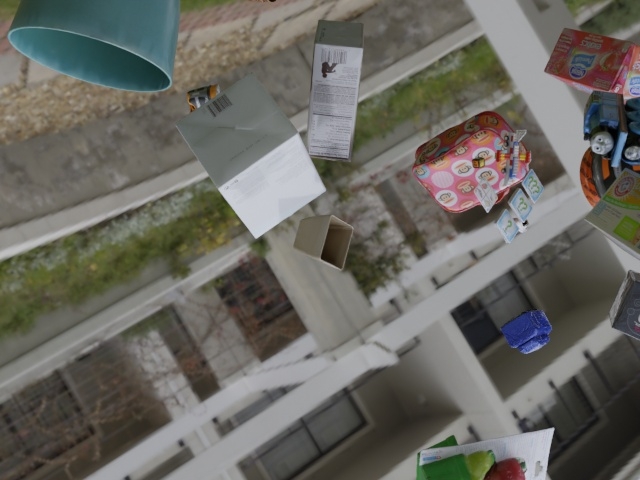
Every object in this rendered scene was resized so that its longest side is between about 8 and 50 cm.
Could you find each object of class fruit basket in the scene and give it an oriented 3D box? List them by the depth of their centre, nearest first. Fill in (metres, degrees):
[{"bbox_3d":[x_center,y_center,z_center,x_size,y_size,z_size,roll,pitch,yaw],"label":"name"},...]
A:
[{"bbox_3d":[0.423,0.619,2.189,0.352,0.327,0.165,-12,-143,-11],"label":"fruit basket"}]

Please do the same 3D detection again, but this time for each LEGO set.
[{"bbox_3d":[0.446,-0.136,1.951,0.060,0.244,0.182,13,-121,52],"label":"LEGO set"}]

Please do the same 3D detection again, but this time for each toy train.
[{"bbox_3d":[0.489,-0.185,1.379,0.105,0.080,0.184,10,-146,12],"label":"toy train"}]

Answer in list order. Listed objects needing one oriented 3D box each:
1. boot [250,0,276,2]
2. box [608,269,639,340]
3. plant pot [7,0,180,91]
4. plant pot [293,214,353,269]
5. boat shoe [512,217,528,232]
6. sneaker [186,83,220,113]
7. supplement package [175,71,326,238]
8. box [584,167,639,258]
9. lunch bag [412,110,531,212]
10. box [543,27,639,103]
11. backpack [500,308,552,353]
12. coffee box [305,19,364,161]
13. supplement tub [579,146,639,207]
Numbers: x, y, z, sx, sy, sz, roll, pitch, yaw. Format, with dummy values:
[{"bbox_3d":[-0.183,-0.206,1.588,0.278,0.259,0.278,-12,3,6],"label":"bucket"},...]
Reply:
[{"bbox_3d":[-0.149,-0.582,1.696,0.073,0.197,0.152,-35,-138,-22],"label":"boot"},{"bbox_3d":[0.869,0.183,2.204,0.143,0.165,0.270,-69,164,10],"label":"box"},{"bbox_3d":[-0.386,-0.431,1.509,0.292,0.235,0.293,11,172,2],"label":"plant pot"},{"bbox_3d":[0.000,0.000,1.976,0.096,0.109,0.109,8,169,34],"label":"plant pot"},{"bbox_3d":[0.613,-0.050,2.526,0.035,0.035,0.100,-11,159,31],"label":"boat shoe"},{"bbox_3d":[-0.299,-0.340,2.153,0.083,0.084,0.215,-5,161,-8],"label":"sneaker"},{"bbox_3d":[-0.144,-0.177,1.804,0.199,0.198,0.263,-35,154,-2],"label":"supplement package"},{"bbox_3d":[0.533,-0.019,1.319,0.114,0.103,0.203,-53,-157,9],"label":"box"},{"bbox_3d":[0.433,-0.202,2.339,0.293,0.258,0.120,-27,-148,34],"label":"lunch bag"},{"bbox_3d":[0.666,-0.407,1.966,0.123,0.128,0.257,-66,-152,12],"label":"box"},{"bbox_3d":[0.536,0.234,2.147,0.098,0.101,0.120,-34,165,34],"label":"backpack"},{"bbox_3d":[0.035,-0.363,2.033,0.118,0.297,0.168,6,-146,0],"label":"coffee box"},{"bbox_3d":[0.670,-0.148,1.583,0.207,0.207,0.338,-30,-174,-26],"label":"supplement tub"}]
